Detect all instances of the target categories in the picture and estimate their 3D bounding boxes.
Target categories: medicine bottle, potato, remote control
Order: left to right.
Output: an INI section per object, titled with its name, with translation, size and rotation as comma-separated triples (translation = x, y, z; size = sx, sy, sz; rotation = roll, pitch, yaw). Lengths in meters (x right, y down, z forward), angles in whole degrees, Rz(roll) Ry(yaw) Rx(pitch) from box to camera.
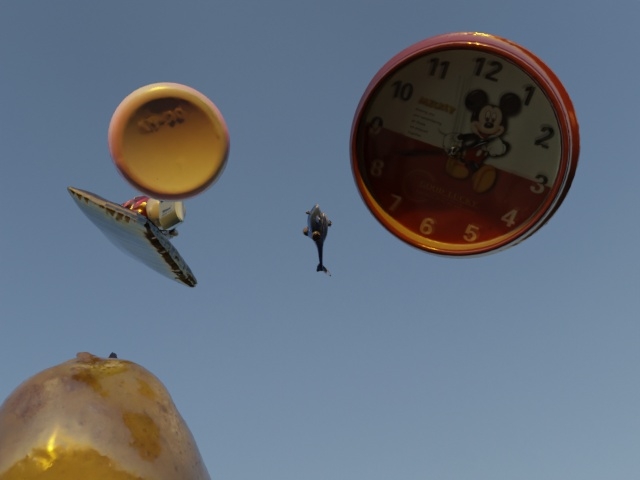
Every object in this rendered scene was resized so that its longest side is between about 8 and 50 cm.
[potato]
translation = -0.225, 0.284, 0.552
size = 0.221, 0.243, 0.326
rotation = -15, -80, 4
[medicine bottle]
translation = -0.219, -0.139, 0.769
size = 0.152, 0.254, 0.151
rotation = -3, -80, -18
[remote control]
translation = -0.279, -0.103, 1.007
size = 0.061, 0.162, 0.029
rotation = -19, -21, 40

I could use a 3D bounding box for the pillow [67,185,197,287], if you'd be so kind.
[pillow]
translation = -0.338, -0.005, 0.980
size = 0.052, 0.208, 0.212
rotation = -55, -28, -22

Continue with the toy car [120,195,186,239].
[toy car]
translation = -0.359, -0.058, 1.185
size = 0.112, 0.139, 0.112
rotation = -17, -95, 36

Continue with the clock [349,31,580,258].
[clock]
translation = 0.192, -0.125, 0.759
size = 0.319, 0.080, 0.318
rotation = 8, -69, 23

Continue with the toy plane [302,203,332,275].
[toy plane]
translation = 0.000, 0.000, 1.189
size = 0.062, 0.054, 0.167
rotation = -12, -70, -24

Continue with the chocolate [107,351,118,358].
[chocolate]
translation = -0.323, 0.246, 0.843
size = 0.028, 0.182, 0.086
rotation = -33, -68, -1
